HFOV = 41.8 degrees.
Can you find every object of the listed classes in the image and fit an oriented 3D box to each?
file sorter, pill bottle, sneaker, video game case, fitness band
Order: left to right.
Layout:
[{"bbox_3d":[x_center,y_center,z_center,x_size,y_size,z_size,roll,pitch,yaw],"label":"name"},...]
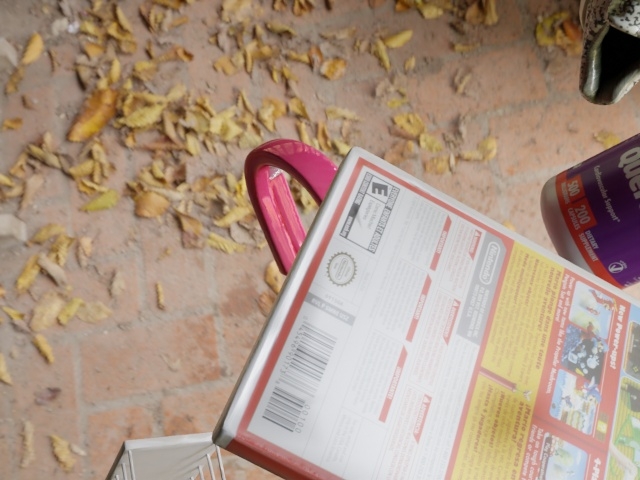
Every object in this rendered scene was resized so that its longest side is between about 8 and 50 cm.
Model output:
[{"bbox_3d":[-0.311,0.522,1.670,0.193,0.277,0.173,0,54,-27],"label":"file sorter"},{"bbox_3d":[0.000,0.000,1.057,0.054,0.290,0.209,-36,35,-23],"label":"fitness band"},{"bbox_3d":[0.107,0.086,0.473,0.285,0.025,0.204,28,54,-5],"label":"video game case"},{"bbox_3d":[0.464,-0.065,1.083,0.323,0.182,0.181,-29,67,30],"label":"pill bottle"},{"bbox_3d":[0.342,-0.275,0.797,0.158,0.410,0.182,22,63,14],"label":"sneaker"}]
